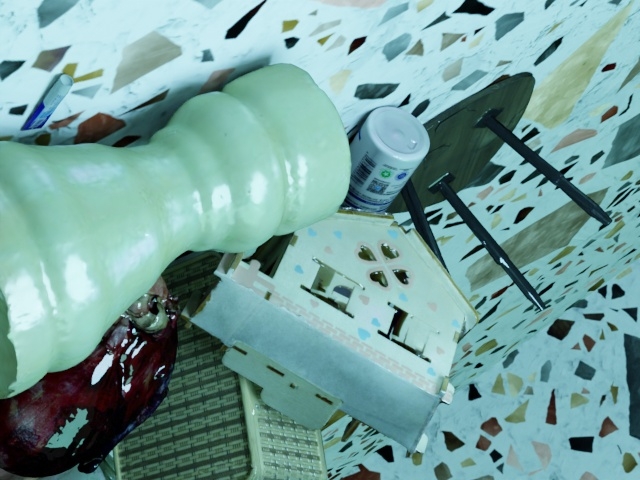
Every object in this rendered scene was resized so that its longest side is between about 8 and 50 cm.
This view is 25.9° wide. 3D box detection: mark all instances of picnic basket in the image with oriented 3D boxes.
[{"bbox_3d":[-0.147,0.181,1.761,0.228,0.313,0.175,-19,160,30],"label":"picnic basket"}]

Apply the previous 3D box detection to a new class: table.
[{"bbox_3d":[0.225,-0.025,1.984,0.317,0.249,0.317,-29,160,-12],"label":"table"}]

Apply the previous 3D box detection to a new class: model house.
[{"bbox_3d":[0.022,0.080,1.663,0.169,0.326,0.244,-54,-172,44],"label":"model house"}]

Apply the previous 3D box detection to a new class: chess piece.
[{"bbox_3d":[-0.182,-0.031,1.424,0.442,0.234,0.234,-25,159,-34],"label":"chess piece"}]

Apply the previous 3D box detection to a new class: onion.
[{"bbox_3d":[-0.289,0.141,1.581,0.281,0.221,0.281,-36,-160,15],"label":"onion"}]

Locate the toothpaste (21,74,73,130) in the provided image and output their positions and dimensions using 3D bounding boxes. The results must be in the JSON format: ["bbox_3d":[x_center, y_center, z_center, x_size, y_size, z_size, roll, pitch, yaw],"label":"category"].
[{"bbox_3d":[-0.264,-0.130,1.348,0.024,0.015,0.083,-15,159,-44],"label":"toothpaste"}]

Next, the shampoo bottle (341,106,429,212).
[{"bbox_3d":[0.043,-0.052,1.878,0.092,0.092,0.303,-18,155,-36],"label":"shampoo bottle"}]

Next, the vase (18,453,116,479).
[{"bbox_3d":[-0.483,0.482,2.107,0.445,0.250,0.250,-37,161,-9],"label":"vase"}]

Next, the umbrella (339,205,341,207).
[{"bbox_3d":[-0.005,-0.002,1.809,0.113,0.106,0.358,-8,151,25],"label":"umbrella"}]
